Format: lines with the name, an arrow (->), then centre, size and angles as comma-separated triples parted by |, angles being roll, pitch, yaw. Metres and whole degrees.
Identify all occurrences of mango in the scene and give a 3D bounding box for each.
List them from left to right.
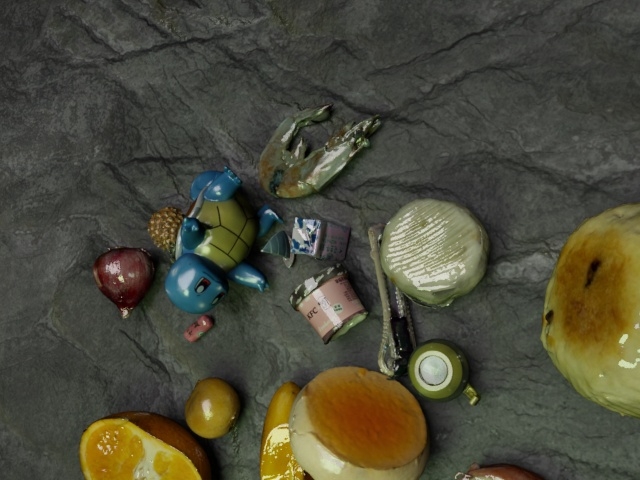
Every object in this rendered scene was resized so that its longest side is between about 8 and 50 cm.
mango -> -0.072, 0.443, 1.467 | 0.126, 0.154, 0.252 | -2, 75, 5

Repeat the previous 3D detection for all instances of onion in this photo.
onion -> -0.525, 0.112, 1.761 | 0.159, 0.159, 0.195 | -9, 84, 23

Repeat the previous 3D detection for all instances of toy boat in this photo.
toy boat -> -0.102, 0.012, 1.596 | 0.034, 0.122, 0.096 | -15, 72, 24

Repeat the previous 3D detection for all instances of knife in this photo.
knife -> 0.157, 0.126, 1.464 | 0.089, 0.043, 0.365 | 3, 66, -18

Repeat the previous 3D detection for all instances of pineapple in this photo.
pineapple -> -0.349, 0.038, 1.719 | 0.130, 0.119, 0.277 | -20, 64, -27

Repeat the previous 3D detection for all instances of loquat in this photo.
loquat -> -0.257, 0.400, 1.573 | 0.141, 0.141, 0.141 | -6, 76, 24

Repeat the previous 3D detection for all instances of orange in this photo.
orange -> -0.417, 0.537, 1.558 | 0.310, 0.274, 0.274 | 10, 80, -17

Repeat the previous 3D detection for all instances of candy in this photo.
candy -> 0.000, 0.000, 1.531 | 0.073, 0.160, 0.092 | 8, 89, 30

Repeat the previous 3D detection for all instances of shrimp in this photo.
shrimp -> -0.011, -0.240, 1.644 | 0.360, 0.085, 0.247 | -26, 62, 22

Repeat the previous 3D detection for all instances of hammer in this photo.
hammer -> -0.314, 0.228, 1.693 | 0.083, 0.043, 0.043 | -41, 65, 11

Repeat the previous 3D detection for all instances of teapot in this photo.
teapot -> 0.263, 0.281, 1.362 | 0.165, 0.119, 0.130 | 39, 99, 26

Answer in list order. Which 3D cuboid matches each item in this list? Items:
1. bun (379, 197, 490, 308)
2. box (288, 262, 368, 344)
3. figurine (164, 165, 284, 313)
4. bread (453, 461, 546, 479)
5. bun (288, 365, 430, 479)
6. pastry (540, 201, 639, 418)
bun -> 0.249, 0.029, 1.417 | 0.239, 0.141, 0.239 | -7, 71, 20
box -> 0.024, 0.150, 1.497 | 0.151, 0.151, 0.135 | -38, 75, 13
figurine -> -0.245, -0.030, 1.588 | 0.243, 0.298, 0.416 | -13, 52, 22
bread -> 0.365, 0.530, 1.256 | 0.244, 0.123, 0.190 | 41, 95, 27
bun -> 0.070, 0.412, 1.359 | 0.299, 0.299, 0.165 | 33, 126, 28
pastry -> 0.580, 0.121, 1.128 | 0.312, 0.388, 0.388 | 10, 81, -13
